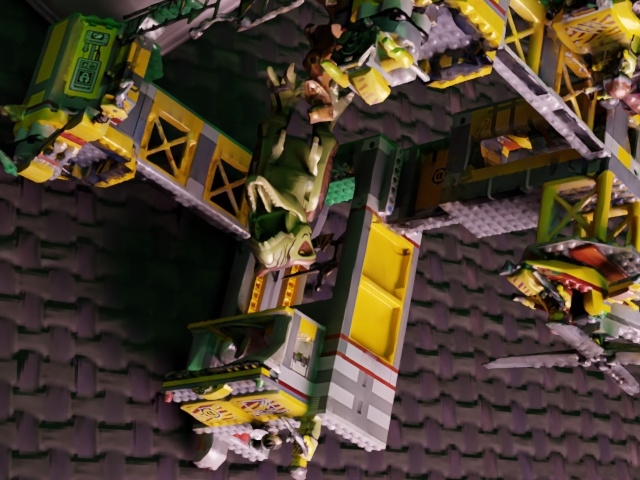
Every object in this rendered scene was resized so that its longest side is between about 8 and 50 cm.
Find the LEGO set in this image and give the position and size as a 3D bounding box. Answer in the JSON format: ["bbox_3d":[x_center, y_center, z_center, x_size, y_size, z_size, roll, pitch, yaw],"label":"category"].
[{"bbox_3d":[0.000,0.000,0.603,0.255,0.331,0.192,41,51,-45],"label":"LEGO set"}]

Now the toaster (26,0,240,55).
[{"bbox_3d":[-0.076,-0.188,0.702,0.129,0.146,0.227,40,52,-19],"label":"toaster"}]
